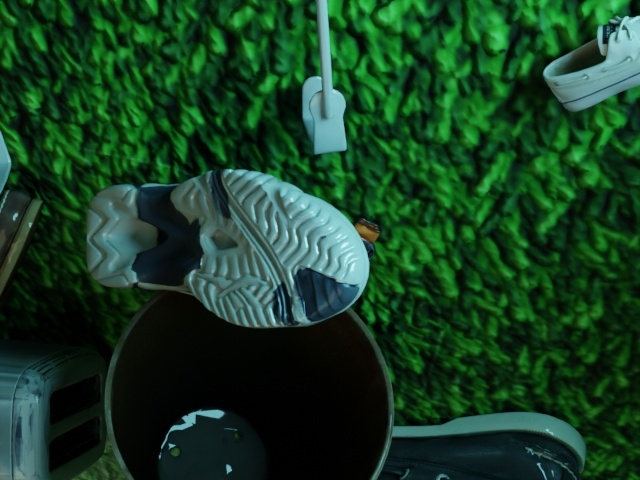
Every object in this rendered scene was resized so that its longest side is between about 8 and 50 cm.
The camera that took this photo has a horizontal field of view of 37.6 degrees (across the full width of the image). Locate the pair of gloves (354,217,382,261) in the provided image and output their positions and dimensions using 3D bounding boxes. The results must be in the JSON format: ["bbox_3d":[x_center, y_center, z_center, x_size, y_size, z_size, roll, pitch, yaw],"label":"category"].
[{"bbox_3d":[0.000,0.000,0.716,0.083,0.010,0.074,21,135,-5],"label":"pair of gloves"}]

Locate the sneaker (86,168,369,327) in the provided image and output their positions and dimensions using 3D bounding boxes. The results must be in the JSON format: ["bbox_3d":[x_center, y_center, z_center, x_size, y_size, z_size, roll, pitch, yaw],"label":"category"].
[{"bbox_3d":[-0.030,0.005,0.624,0.235,0.094,0.153,-3,178,43],"label":"sneaker"}]

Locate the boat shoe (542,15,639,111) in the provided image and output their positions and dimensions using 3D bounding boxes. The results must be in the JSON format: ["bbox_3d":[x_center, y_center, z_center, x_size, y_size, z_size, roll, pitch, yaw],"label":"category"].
[{"bbox_3d":[0.170,-0.109,0.530,0.035,0.035,0.100,39,140,-25],"label":"boat shoe"}]

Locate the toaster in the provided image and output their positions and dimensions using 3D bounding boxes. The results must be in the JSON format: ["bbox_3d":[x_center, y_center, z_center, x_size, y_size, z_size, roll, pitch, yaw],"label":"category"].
[{"bbox_3d":[-0.285,0.155,0.839,0.146,0.129,0.227,0,180,10],"label":"toaster"}]

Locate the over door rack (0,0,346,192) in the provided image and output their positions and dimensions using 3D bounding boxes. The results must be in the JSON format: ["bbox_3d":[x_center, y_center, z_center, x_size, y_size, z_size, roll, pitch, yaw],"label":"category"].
[{"bbox_3d":[-0.102,-0.147,0.474,0.239,0.108,0.324,-7,135,-5],"label":"over door rack"}]

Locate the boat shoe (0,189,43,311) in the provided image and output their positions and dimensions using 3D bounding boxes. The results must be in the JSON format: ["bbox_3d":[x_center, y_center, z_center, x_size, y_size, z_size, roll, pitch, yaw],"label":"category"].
[{"bbox_3d":[-0.290,0.021,0.789,0.073,0.073,0.207,28,136,-14],"label":"boat shoe"}]

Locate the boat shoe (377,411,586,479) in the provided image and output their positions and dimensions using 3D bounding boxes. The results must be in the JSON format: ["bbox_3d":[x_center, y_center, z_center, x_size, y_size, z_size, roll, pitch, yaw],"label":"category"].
[{"bbox_3d":[0.078,0.248,0.869,0.340,0.113,0.127,-14,129,30],"label":"boat shoe"}]

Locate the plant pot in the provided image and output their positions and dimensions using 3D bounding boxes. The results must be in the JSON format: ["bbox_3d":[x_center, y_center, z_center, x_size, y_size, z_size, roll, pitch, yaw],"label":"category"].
[{"bbox_3d":[-0.074,0.163,0.790,0.215,0.215,0.230,22,152,-4],"label":"plant pot"}]
